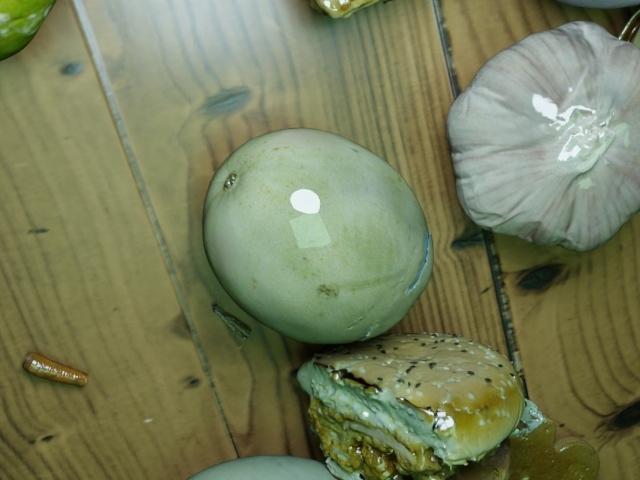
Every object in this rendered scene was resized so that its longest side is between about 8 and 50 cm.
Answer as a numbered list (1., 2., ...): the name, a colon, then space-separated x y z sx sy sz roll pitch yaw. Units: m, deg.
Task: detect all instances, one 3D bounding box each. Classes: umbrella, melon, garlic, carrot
1. umbrella: -0.131 0.124 1.086 0.020 0.031 0.083 -31 110 30
2. melon: 0.000 0.000 0.960 0.330 0.268 0.268 31 96 -39
3. garlic: 0.321 -0.143 0.995 0.318 0.259 0.317 0 104 0
4. carrot: -0.380 0.186 1.043 0.093 0.032 0.032 25 97 -22

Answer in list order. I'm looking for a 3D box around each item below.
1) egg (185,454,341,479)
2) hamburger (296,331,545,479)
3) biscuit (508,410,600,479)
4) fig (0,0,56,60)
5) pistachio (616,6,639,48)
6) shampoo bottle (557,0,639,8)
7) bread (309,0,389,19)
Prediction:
1. egg: -0.072 0.441 1.058 0.353 0.258 0.258 3 104 -3
2. hamburger: 0.142 0.245 1.045 0.277 0.318 0.195 -14 107 -43
3. biscuit: 0.335 0.379 1.245 0.302 0.049 0.196 7 107 -14
4. fig: -0.425 -0.348 0.803 0.233 0.233 0.314 -43 99 1
5. pistachio: 0.495 -0.264 1.074 0.132 0.129 0.206 18 106 -12
6. shampoo bottle: 0.362 -0.436 0.927 0.273 0.266 0.272 -5 108 -15
7. bread: 0.063 -0.473 0.904 0.278 0.167 0.324 -25 117 -6
